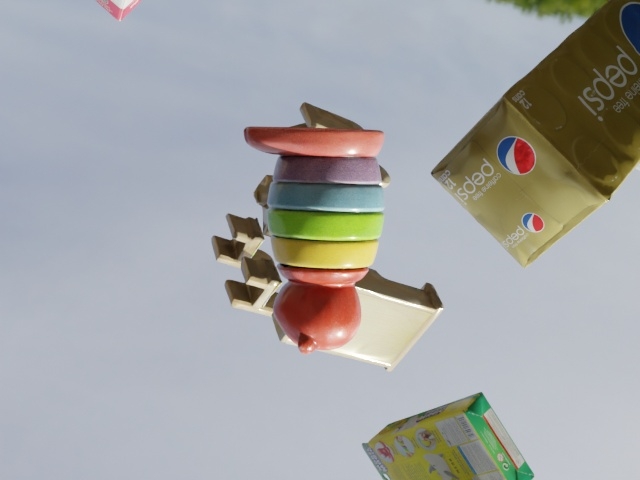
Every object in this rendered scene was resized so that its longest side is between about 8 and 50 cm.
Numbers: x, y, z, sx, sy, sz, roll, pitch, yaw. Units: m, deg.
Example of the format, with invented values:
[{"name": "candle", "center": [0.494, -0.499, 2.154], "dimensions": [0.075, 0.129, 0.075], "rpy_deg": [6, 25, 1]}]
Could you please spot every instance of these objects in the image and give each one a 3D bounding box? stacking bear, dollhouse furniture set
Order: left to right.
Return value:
[{"name": "stacking bear", "center": [0.000, 0.000, 1.312], "dimensions": [0.164, 0.289, 0.175], "rpy_deg": [4, -174, 26]}, {"name": "dollhouse furniture set", "center": [0.023, 0.021, 1.883], "dimensions": [0.257, 0.362, 0.394], "rpy_deg": [18, -148, -32]}]

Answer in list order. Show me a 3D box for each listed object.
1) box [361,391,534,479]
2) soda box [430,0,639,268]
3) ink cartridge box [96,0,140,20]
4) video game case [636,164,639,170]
[{"name": "box", "center": [0.126, 0.231, 1.058], "dimensions": [0.043, 0.179, 0.105], "rpy_deg": [-33, -89, -43]}, {"name": "soda box", "center": [0.130, -0.065, 0.475], "dimensions": [0.061, 0.058, 0.181], "rpy_deg": [46, -131, 4]}, {"name": "ink cartridge box", "center": [-0.198, -0.283, 0.926], "dimensions": [0.109, 0.150, 0.063], "rpy_deg": [43, -108, -6]}, {"name": "video game case", "center": [0.344, -0.103, 0.667], "dimensions": [0.206, 0.227, 0.026], "rpy_deg": [27, 167, 10]}]
